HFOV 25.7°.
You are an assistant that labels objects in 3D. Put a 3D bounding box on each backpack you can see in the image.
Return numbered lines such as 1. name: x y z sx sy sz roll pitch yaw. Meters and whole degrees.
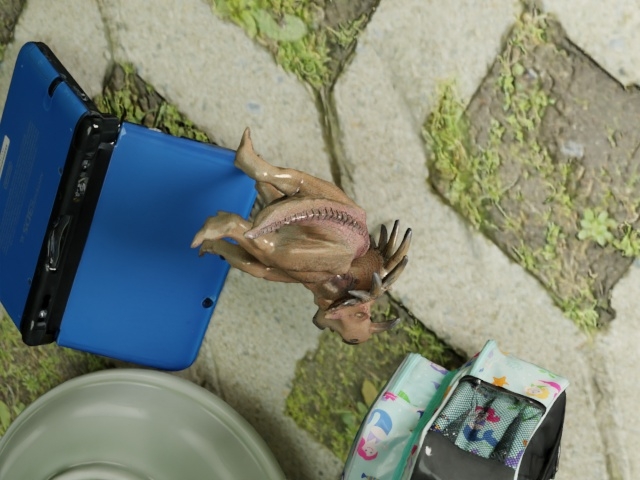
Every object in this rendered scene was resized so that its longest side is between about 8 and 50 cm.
1. backpack: 0.127 0.214 1.309 0.191 0.253 0.225 28 125 17

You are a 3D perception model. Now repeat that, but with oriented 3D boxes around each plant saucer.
1. plant saucer: -0.217 0.342 1.517 0.400 0.100 0.400 1 94 18

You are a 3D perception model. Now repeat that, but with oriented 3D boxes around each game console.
1. game console: -0.229 -0.032 1.503 0.250 0.173 0.293 49 129 37

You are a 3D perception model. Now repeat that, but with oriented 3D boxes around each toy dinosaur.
1. toy dinosaur: 0.000 0.000 1.296 0.200 0.295 0.127 26 82 4
